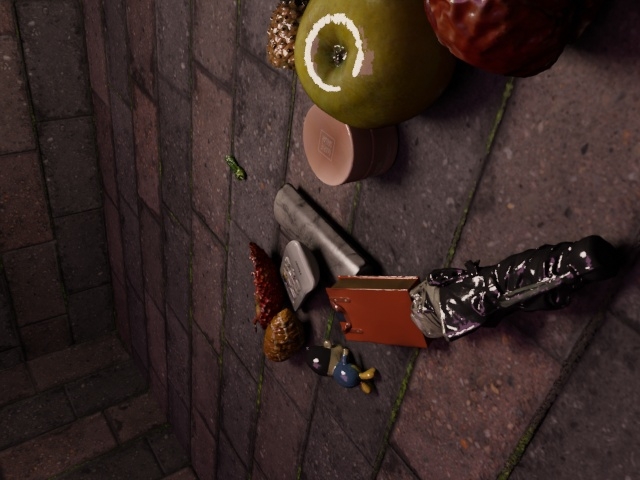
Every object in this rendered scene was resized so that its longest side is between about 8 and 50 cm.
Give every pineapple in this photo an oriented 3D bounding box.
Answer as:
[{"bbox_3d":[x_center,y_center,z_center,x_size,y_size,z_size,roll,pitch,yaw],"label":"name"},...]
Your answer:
[{"bbox_3d":[-0.045,-0.443,1.037,0.125,0.125,0.251,33,127,46],"label":"pineapple"}]

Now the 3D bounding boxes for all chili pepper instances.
[{"bbox_3d":[-0.223,-0.190,1.514,0.030,0.034,0.091,-46,61,18],"label":"chili pepper"}]

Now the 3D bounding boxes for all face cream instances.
[{"bbox_3d":[0.052,-0.179,1.020,0.149,0.104,0.149,31,129,47],"label":"face cream"}]

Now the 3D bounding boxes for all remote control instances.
[{"bbox_3d":[-0.045,0.082,1.293,0.313,0.055,0.109,117,131,-73],"label":"remote control"}]

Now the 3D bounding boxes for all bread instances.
[{"bbox_3d":[-0.090,0.254,1.450,0.076,0.105,0.233,62,153,27],"label":"bread"}]

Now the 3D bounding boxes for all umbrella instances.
[{"bbox_3d":[0.254,0.069,0.833,0.357,0.106,0.113,-32,75,57],"label":"umbrella"}]

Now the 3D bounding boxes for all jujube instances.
[{"bbox_3d":[0.213,-0.303,0.612,0.213,0.213,0.232,49,134,33],"label":"jujube"}]

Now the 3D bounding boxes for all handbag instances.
[{"bbox_3d":[0.110,0.129,1.066,0.190,0.063,0.127,-4,118,40],"label":"handbag"}]

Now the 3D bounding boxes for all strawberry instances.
[{"bbox_3d":[-0.132,0.112,1.439,0.167,0.087,0.208,-102,10,-52],"label":"strawberry"}]

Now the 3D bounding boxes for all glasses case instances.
[{"bbox_3d":[0.000,0.000,1.227,0.299,0.060,0.114,46,145,35],"label":"glasses case"}]

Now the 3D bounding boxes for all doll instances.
[{"bbox_3d":[0.044,0.279,1.285,0.179,0.089,0.102,21,125,24],"label":"doll"}]

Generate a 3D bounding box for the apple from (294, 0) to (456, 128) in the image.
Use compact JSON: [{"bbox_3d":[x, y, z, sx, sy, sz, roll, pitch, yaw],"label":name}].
[{"bbox_3d":[0.075,-0.286,0.849,0.261,0.194,0.261,21,119,44],"label":"apple"}]
